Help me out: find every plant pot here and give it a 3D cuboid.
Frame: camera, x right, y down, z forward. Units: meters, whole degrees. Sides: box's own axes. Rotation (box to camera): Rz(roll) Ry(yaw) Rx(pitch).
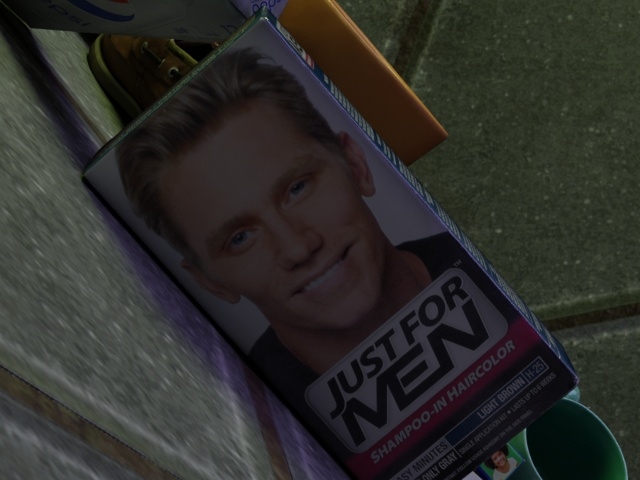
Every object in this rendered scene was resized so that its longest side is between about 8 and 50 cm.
[{"bbox_3d":[-0.032,-0.159,2.119,0.291,0.203,0.291,50,5,-6],"label":"plant pot"}]

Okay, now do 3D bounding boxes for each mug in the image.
[{"bbox_3d":[0.225,0.224,1.907,0.129,0.097,0.158,49,41,3],"label":"mug"}]

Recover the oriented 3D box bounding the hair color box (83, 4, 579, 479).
[{"bbox_3d":[0.009,0.019,1.416,0.347,0.174,0.105,48,7,-9],"label":"hair color box"}]

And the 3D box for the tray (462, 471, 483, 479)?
[{"bbox_3d":[0.143,0.244,1.694,0.270,0.030,0.145,45,8,-42],"label":"tray"}]

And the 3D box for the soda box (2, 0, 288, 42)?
[{"bbox_3d":[-0.146,-0.222,1.530,0.286,0.098,0.091,11,-25,43],"label":"soda box"}]

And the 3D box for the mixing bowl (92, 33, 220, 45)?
[{"bbox_3d":[-0.163,-0.225,1.919,0.181,0.098,0.181,21,-13,5],"label":"mixing bowl"}]

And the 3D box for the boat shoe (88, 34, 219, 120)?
[{"bbox_3d":[-0.119,-0.137,1.732,0.110,0.104,0.307,31,13,-32],"label":"boat shoe"}]

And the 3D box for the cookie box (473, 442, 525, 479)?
[{"bbox_3d":[0.126,0.176,1.814,0.107,0.040,0.092,48,-16,-13],"label":"cookie box"}]

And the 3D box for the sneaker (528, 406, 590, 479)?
[{"bbox_3d":[0.189,0.191,2.013,0.299,0.121,0.112,42,36,3],"label":"sneaker"}]
